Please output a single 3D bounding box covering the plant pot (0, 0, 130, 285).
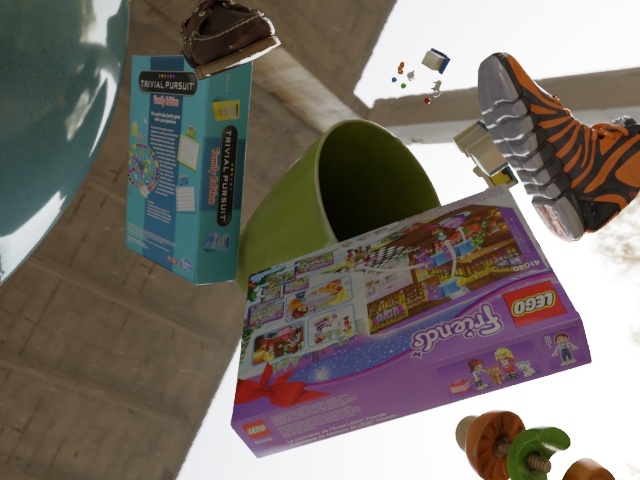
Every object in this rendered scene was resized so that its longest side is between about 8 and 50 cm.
[{"bbox_3d":[-0.236,-0.140,0.355,0.195,0.290,0.290,-53,-55,-32],"label":"plant pot"}]

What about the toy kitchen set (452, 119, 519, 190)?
[{"bbox_3d":[0.368,-0.155,1.132,0.122,0.207,0.166,-35,-70,11],"label":"toy kitchen set"}]

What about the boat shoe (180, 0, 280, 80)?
[{"bbox_3d":[-0.100,-0.200,0.564,0.073,0.207,0.073,-27,-69,-18],"label":"boat shoe"}]

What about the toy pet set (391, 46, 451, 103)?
[{"bbox_3d":[0.257,-0.409,1.419,0.065,0.122,0.114,-15,-41,-51],"label":"toy pet set"}]

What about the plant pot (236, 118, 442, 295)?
[{"bbox_3d":[0.000,0.000,0.915,0.275,0.293,0.274,21,-123,-36],"label":"plant pot"}]

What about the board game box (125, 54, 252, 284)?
[{"bbox_3d":[-0.224,-0.124,0.947,0.079,0.254,0.336,-4,-74,-42],"label":"board game box"}]

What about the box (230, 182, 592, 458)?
[{"bbox_3d":[0.065,0.067,0.544,0.201,0.293,0.057,-91,-22,-55],"label":"box"}]

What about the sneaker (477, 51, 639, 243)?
[{"bbox_3d":[0.377,-0.170,0.891,0.180,0.124,0.321,-32,-76,0],"label":"sneaker"}]

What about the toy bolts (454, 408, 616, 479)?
[{"bbox_3d":[0.272,0.368,0.815,0.218,0.158,0.228,29,-104,-26],"label":"toy bolts"}]
